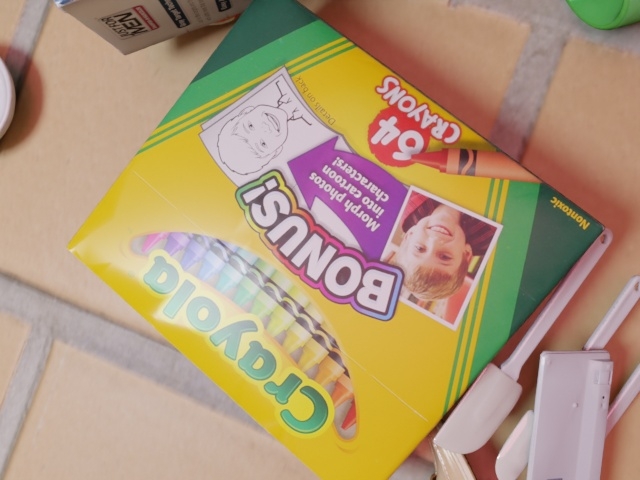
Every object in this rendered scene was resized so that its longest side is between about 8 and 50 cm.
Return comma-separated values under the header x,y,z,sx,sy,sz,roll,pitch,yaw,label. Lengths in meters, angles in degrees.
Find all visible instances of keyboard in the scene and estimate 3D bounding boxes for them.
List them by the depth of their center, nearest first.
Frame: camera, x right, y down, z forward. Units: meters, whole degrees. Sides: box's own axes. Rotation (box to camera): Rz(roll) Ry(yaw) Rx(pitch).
x,y,z,sx,sy,sz,roll,pitch,yaw,label
0.213,0.223,0.447,0.072,0.014,0.255,3,94,-10,keyboard

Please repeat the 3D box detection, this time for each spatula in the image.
x,y,z,sx,sy,sz,roll,pitch,yaw,label
0.230,0.124,0.458,0.168,0.019,0.242,38,87,-12,spatula

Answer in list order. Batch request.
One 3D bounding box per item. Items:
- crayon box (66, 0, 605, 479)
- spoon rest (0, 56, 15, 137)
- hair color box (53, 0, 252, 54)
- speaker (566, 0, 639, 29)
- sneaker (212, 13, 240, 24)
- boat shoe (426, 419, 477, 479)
x,y,z,sx,sy,sz,roll,pitch,yaw,label
0.000,0.000,0.482,0.363,0.106,0.313,39,94,9,crayon box
-0.480,-0.151,0.579,0.277,0.084,0.137,-7,86,10,spoon rest
-0.053,-0.286,0.437,0.348,0.174,0.105,-22,99,-2,hair color box
0.364,-0.306,0.430,0.297,0.131,0.131,-29,83,7,speaker
-0.162,-0.286,0.543,0.175,0.067,0.064,26,90,8,sneaker
0.125,0.255,0.471,0.059,0.063,0.169,-20,85,2,boat shoe
